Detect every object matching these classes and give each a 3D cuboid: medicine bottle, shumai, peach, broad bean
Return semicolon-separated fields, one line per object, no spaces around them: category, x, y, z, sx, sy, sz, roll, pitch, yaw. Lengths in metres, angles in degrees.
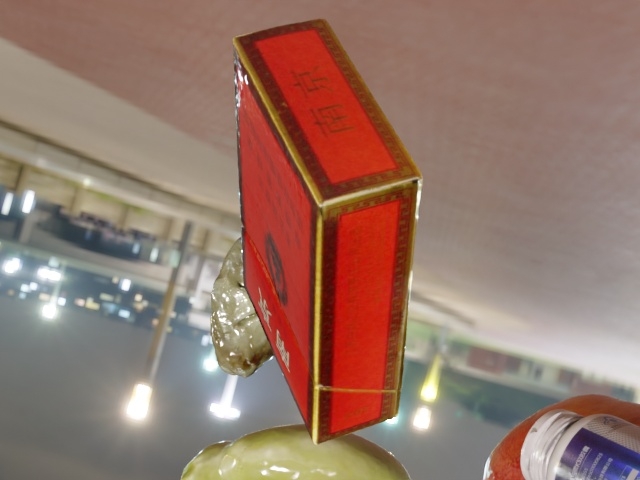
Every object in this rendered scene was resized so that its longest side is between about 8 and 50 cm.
medicine bottle;0.273;0.219;1.082;0.107;0.107;0.191;18;-177;-39
shumai;-0.038;0.060;1.058;0.087;0.123;0.099;8;-166;20
peach;0.300;0.279;1.365;0.243;0.199;0.243;-27;172;-4
broad bean;-0.029;0.308;1.482;0.291;0.119;0.238;3;140;-1

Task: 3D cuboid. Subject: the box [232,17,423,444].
box;-0.001;0.000;0.780;0.074;0.153;0.239;-19;142;-16
